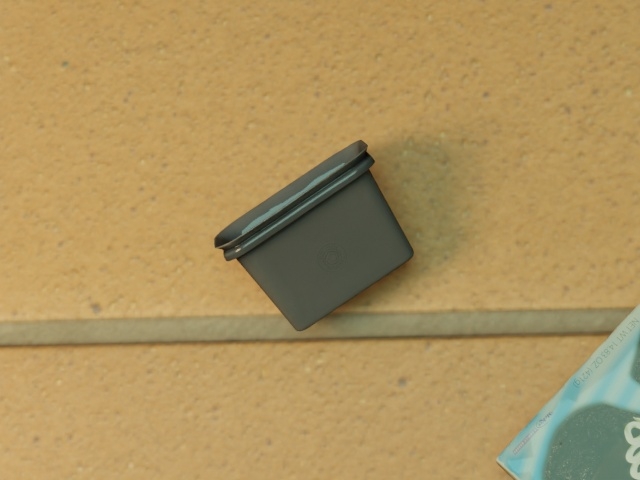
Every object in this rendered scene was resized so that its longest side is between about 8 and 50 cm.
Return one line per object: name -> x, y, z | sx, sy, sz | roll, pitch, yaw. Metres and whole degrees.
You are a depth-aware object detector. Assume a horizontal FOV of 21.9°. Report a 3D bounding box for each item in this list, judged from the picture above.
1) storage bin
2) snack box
storage bin -> 0.000, 0.000, 1.242 | 0.135, 0.098, 0.091 | -33, 100, 1
snack box -> 0.301, 0.102, 1.164 | 0.187, 0.060, 0.322 | 42, 86, 16
